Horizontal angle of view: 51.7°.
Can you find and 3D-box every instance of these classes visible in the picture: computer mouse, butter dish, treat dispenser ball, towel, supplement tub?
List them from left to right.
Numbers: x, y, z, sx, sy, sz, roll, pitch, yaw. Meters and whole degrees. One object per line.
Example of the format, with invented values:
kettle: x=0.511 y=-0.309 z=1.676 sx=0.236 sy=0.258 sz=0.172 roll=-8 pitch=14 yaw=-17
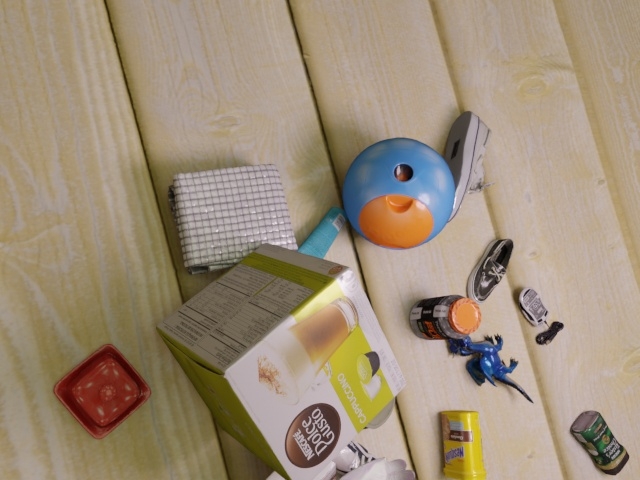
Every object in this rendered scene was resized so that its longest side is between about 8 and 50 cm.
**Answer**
butter dish: x=-0.461 y=0.325 z=1.420 sx=0.160 sy=0.118 sz=0.160 roll=-41 pitch=98 yaw=-25
towel: x=-0.218 y=-0.051 z=1.597 sx=0.283 sy=0.121 sz=0.235 roll=-11 pitch=87 yaw=-27
treat dispenser ball: x=0.200 y=-0.120 z=1.697 sx=0.288 sy=0.288 sz=0.288 roll=4 pitch=79 yaw=-23
supplement tub: x=0.332 y=0.205 z=1.753 sx=0.117 sy=0.190 sz=0.117 roll=4 pitch=79 yaw=-23
computer mouse: x=0.647 y=0.218 z=1.976 sx=0.106 sy=0.042 sz=0.193 roll=-40 pitch=104 yaw=-20

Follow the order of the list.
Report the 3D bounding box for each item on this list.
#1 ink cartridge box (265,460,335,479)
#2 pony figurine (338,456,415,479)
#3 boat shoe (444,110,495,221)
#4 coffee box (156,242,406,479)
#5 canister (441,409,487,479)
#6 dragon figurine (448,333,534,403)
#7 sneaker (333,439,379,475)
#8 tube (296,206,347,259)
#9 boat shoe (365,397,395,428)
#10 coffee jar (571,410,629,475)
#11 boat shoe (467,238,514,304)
ink cartridge box: x=-0.048 y=0.546 z=1.496 sx=0.092 sy=0.218 sz=0.158 roll=42 pitch=72 yaw=17
pony figurine: x=0.064 y=0.687 z=1.461 sx=0.350 sy=0.363 sz=0.303 roll=-11 pitch=47 yaw=-5
boat shoe: x=0.429 y=-0.189 z=1.909 sx=0.156 sy=0.136 sz=0.367 roll=29 pitch=61 yaw=-20
coffee box: x=-0.086 y=0.252 z=1.428 sx=0.334 sy=0.338 sz=0.338 roll=-39 pitch=118 yaw=-24
canister: x=0.376 y=0.540 z=1.753 sx=0.073 sy=0.126 sz=0.170 roll=2 pitch=78 yaw=-23
dragon figurine: x=0.469 y=0.358 z=1.846 sx=0.144 sy=0.085 sz=0.289 roll=-31 pitch=94 yaw=-25
sneaker: x=0.121 y=0.564 z=1.618 sx=0.235 sy=0.153 sz=0.094 roll=47 pitch=65 yaw=-10
tube: x=0.000 y=0.000 z=1.698 sx=0.080 sy=0.052 sz=0.207 roll=38 pitch=58 yaw=-4
boat shoe: x=0.063 y=0.416 z=1.626 sx=0.340 sy=0.113 sz=0.127 roll=-16 pitch=101 yaw=-53
coffee jar: x=0.837 y=0.605 z=1.971 sx=0.096 sy=0.079 sz=0.184 roll=-41 pitch=99 yaw=-24
boat shoe: x=0.495 y=0.085 z=1.913 sx=0.077 sy=0.070 sz=0.219 roll=34 pitch=69 yaw=-15
